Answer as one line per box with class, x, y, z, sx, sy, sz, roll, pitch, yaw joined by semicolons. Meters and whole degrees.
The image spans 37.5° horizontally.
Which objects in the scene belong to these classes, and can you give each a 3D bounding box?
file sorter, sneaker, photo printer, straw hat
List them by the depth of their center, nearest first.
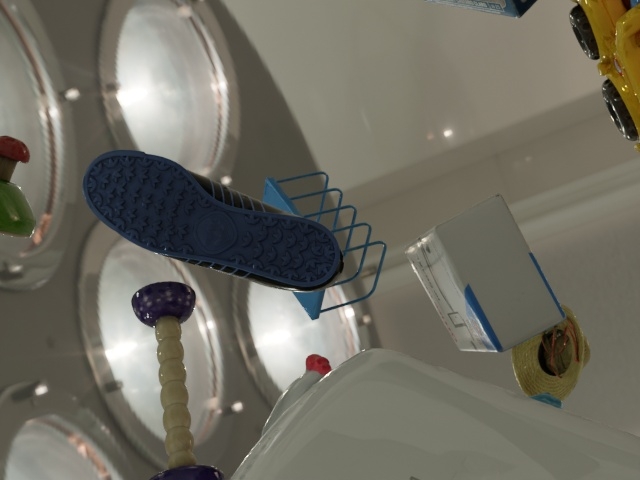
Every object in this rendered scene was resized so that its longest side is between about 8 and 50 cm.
photo printer;0.073;0.207;0.620;0.256;0.307;0.107;-49;-40;-32
sneaker;-0.091;-0.009;0.819;0.090;0.232;0.081;73;-141;-80
straw hat;0.324;0.149;1.256;0.061;0.144;0.145;2;-118;-28
file sorter;0.000;0.000;1.302;0.170;0.104;0.118;53;145;37

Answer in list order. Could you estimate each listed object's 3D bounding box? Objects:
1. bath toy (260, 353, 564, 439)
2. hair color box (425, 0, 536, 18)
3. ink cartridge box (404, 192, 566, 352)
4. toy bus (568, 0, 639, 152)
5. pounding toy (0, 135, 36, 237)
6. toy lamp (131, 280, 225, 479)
bath toy;0.097;0.188;0.905;0.348;0.151;0.129;12;-114;-30
hair color box;0.268;-0.424;1.122;0.174;0.347;0.105;30;162;52
ink cartridge box;0.175;0.044;1.051;0.148;0.085;0.203;62;173;5
toy bus;0.359;-0.201;0.973;0.220;0.149;0.211;64;-165;-4
pounding toy;-0.445;-0.093;1.143;0.183;0.236;0.110;17;-86;-85
toy lamp;-0.142;0.171;0.938;0.080;0.080;0.275;43;-152;-52
